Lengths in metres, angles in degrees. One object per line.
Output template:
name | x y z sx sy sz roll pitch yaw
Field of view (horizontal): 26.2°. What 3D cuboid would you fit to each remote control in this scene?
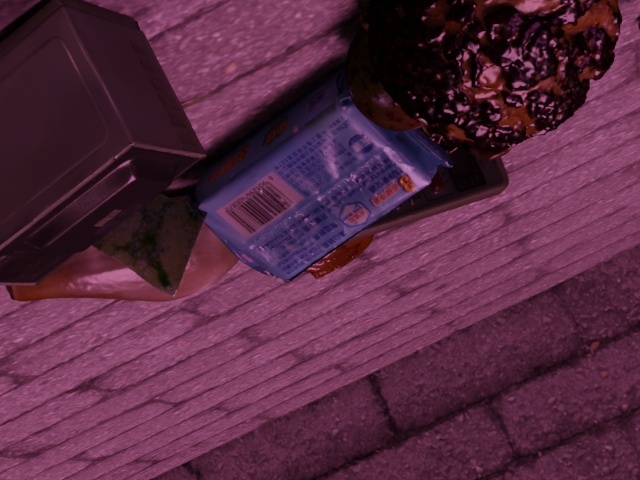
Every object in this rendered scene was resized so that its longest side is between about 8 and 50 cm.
remote control | 0.088 -0.077 1.664 0.285 0.123 0.038 -16 164 -23

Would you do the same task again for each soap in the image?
soap | -0.009 -0.066 1.489 0.293 0.077 0.156 -34 118 29

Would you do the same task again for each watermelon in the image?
watermelon | -0.154 0.009 1.459 0.098 0.121 0.158 -54 139 -4

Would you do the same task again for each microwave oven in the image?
microwave oven | -0.220 -0.074 1.121 0.205 0.163 0.129 -34 165 21

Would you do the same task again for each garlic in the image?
garlic | -0.213 0.017 1.591 0.318 0.112 0.143 -6 162 -22

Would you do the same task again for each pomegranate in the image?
pomegranate | 0.076 -0.169 1.333 0.130 0.130 0.130 -23 165 -6

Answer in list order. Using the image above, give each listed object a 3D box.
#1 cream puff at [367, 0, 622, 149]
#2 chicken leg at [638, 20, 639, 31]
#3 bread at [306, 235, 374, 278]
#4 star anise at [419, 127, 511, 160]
cream puff | 0.163 -0.191 1.192 0.239 0.165 0.239 -25 131 -32
chicken leg | 0.494 -0.281 1.689 0.208 0.085 0.101 -17 177 5
bread | 0.007 -0.005 1.847 0.125 0.086 0.156 -31 165 18
star anise | 0.162 -0.147 1.533 0.190 0.125 0.220 -11 165 -1
